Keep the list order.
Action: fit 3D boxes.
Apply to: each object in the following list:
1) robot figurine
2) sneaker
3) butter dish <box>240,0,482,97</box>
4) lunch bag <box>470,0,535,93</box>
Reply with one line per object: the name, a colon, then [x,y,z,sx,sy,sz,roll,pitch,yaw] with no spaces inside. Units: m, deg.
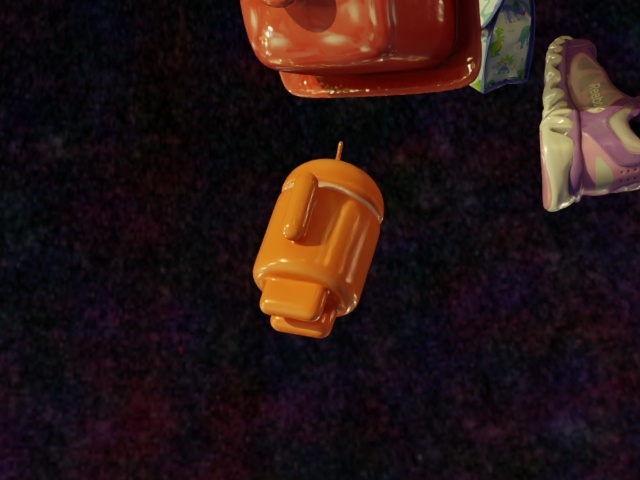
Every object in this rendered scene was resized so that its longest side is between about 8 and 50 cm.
robot figurine: [0.000,0.001,1.324,0.158,0.219,0.128,31,152,-26]
sneaker: [0.256,-0.111,1.057,0.104,0.236,0.095,-3,126,14]
butter dish: [0.004,-0.161,0.698,0.160,0.118,0.160,2,105,36]
lunch bag: [0.185,-0.269,1.369,0.096,0.129,0.151,-18,129,-31]
